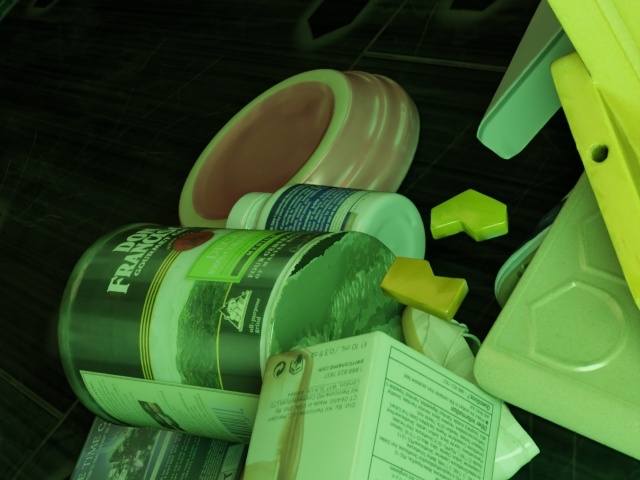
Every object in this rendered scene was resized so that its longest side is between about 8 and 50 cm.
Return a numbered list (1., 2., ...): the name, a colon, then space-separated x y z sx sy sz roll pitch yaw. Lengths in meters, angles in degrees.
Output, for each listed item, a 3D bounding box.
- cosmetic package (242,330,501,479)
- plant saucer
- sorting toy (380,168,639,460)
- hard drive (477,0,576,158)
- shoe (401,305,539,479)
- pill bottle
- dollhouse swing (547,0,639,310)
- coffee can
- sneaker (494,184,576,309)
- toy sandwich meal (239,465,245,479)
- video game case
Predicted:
1. cosmetic package: 0.024 0.235 1.096 0.129 0.153 0.296 -17 51 43
2. plant saucer: -0.043 -0.078 1.705 0.332 0.084 0.332 -32 31 22
3. sorting toy: 0.217 0.038 1.150 0.307 0.041 0.229 23 69 24
4. hard drive: 0.262 -0.240 1.404 0.233 0.047 0.353 -51 5 34
5. shoe: 0.126 0.119 1.258 0.058 0.076 0.219 -35 38 12
6. pill bottle: 0.000 0.000 1.489 0.187 0.112 0.112 8 57 39
7. dollhouse swing: 0.322 -0.122 0.964 0.347 0.305 0.315 -24 58 17
8. coffee can: -0.077 0.087 1.382 0.275 0.201 0.201 2 53 41
9. sneaker: 0.252 -0.047 1.282 0.282 0.099 0.153 -36 34 3
10. toy sandwich meal: -0.039 0.219 1.380 0.086 0.029 0.085 -20 42 19
11. video game case: -0.152 0.204 1.540 0.274 0.026 0.196 -20 37 37
